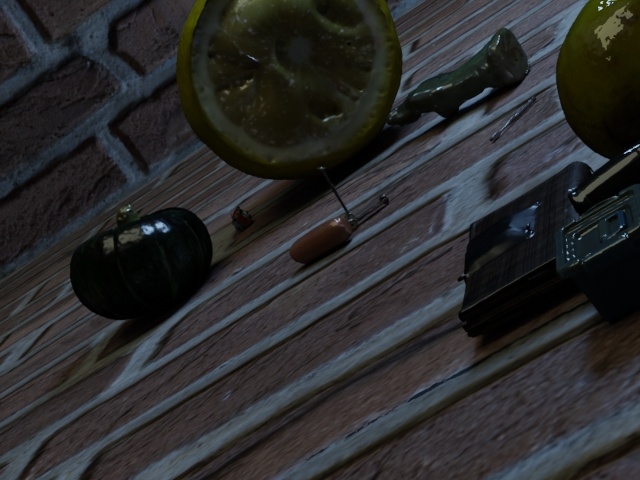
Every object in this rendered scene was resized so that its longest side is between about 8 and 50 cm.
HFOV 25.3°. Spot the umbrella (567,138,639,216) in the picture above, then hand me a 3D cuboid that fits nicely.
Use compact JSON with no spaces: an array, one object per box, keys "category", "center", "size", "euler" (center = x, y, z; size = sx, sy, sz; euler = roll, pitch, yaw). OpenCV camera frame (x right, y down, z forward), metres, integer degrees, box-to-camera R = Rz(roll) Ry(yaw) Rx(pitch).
[{"category":"umbrella","center":[0.326,-0.121,1.046],"size":[0.340,0.118,0.118],"euler":[-35,11,1]}]

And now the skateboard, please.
[{"category":"skateboard","center":[0.036,-0.062,1.709],"size":[0.064,0.083,0.032],"euler":[-35,10,-6]}]

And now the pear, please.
[{"category":"pear","center":[0.269,-0.138,1.171],"size":[0.149,0.149,0.162],"euler":[-24,35,44]}]

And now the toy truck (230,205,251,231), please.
[{"category":"toy truck","center":[-0.125,-0.033,2.220],"size":[0.032,0.024,0.083],"euler":[-64,13,6]}]

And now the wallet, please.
[{"category":"wallet","center":[0.170,0.001,1.156],"size":[0.124,0.042,0.230],"euler":[-29,14,16]}]

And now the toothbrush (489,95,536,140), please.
[{"category":"toothbrush","center":[0.227,-0.143,1.684],"size":[0.097,0.006,0.008],"euler":[-43,9,-34]}]

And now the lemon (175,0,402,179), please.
[{"category":"lemon","center":[-0.050,-0.259,2.156],"size":[0.364,0.364,0.364],"euler":[-34,11,8]}]

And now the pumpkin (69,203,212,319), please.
[{"category":"pumpkin","center":[-0.253,0.026,2.017],"size":[0.212,0.152,0.211],"euler":[-28,13,7]}]

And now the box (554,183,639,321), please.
[{"category":"box","center":[0.205,0.010,0.980],"size":[0.074,0.054,0.099],"euler":[-34,11,17]}]

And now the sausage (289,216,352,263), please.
[{"category":"sausage","center":[0.000,0.000,1.683],"size":[0.083,0.034,0.034],"euler":[-30,12,29]}]

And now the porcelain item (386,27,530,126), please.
[{"category":"porcelain item","center":[0.175,-0.204,1.929],"size":[0.216,0.069,0.081],"euler":[-27,26,33]}]
